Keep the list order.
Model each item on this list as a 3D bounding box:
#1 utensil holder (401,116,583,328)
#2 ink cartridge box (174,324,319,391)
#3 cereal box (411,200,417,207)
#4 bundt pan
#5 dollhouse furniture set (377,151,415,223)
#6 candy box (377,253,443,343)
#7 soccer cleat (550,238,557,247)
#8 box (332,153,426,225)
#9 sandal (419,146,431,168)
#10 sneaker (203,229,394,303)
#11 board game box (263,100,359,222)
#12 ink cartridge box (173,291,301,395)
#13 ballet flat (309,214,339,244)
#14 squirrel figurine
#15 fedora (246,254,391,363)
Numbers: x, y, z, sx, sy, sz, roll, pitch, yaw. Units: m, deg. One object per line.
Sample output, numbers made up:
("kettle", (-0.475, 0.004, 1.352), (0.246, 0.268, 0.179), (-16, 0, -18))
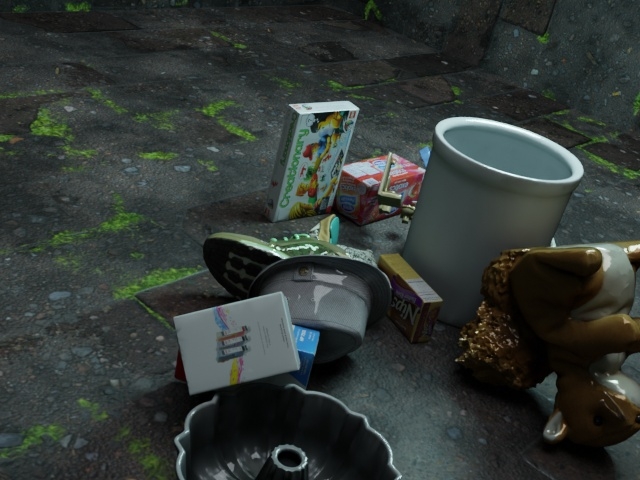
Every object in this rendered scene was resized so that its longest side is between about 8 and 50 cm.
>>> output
("utensil holder", (0.363, -0.037, 1.798), (0.327, 0.385, 0.327), (11, 28, -6))
("ink cartridge box", (-0.129, 0.204, 1.403), (0.231, 0.134, 0.078), (15, 27, 1))
("cereal box", (0.367, -0.062, 2.130), (0.173, 0.047, 0.240), (3, 12, -20))
("bundt pan", (-0.056, 0.360, 1.165), (0.330, 0.124, 0.331), (10, 29, -6))
("dollhouse furniture set", (0.233, -0.123, 2.016), (0.151, 0.144, 0.123), (11, 67, 10))
("candy box", (0.181, 0.122, 1.719), (0.053, 0.109, 0.187), (-3, 33, -28))
("soccer cleat", (0.538, -0.008, 2.080), (0.116, 0.143, 0.331), (1, 30, -22))
("box", (0.158, -0.143, 2.174), (0.128, 0.123, 0.257), (34, 34, 32))
("sandal", (0.387, -0.182, 2.296), (0.317, 0.138, 0.126), (13, 8, 5))
("sneaker", (-0.048, 0.048, 1.695), (0.410, 0.158, 0.182), (16, 36, -14))
("board game box", (-0.026, -0.197, 1.999), (0.193, 0.305, 0.053), (-12, 39, -38))
("ink cartridge box", (-0.131, 0.163, 1.275), (0.176, 0.127, 0.128), (-12, -5, -1))
("ballet flat", (0.000, 0.000, 1.900), (0.073, 0.080, 0.232), (1, 26, 7))
("squirrel figurine", (0.465, 0.195, 1.524), (0.281, 0.370, 0.397), (-5, 1, -42))
("fedora", (-0.007, 0.145, 1.484), (0.275, 0.244, 0.124), (5, 46, 3))
